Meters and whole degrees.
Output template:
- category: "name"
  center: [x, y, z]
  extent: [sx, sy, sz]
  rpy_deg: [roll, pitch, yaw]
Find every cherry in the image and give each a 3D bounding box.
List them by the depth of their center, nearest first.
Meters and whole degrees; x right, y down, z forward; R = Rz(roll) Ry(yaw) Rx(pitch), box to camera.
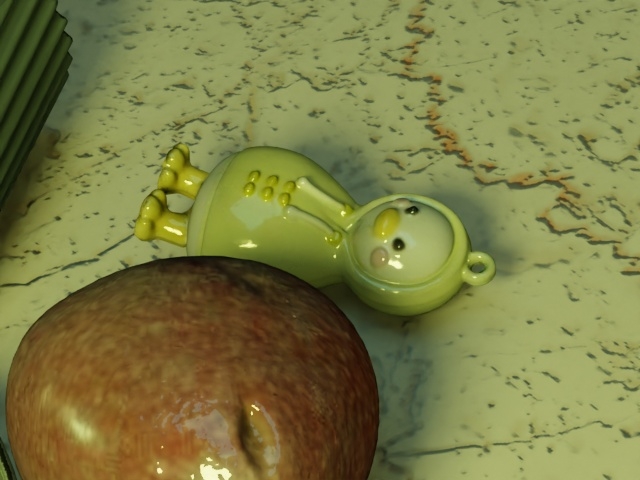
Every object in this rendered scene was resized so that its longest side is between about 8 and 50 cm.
- category: "cherry"
  center: [-0.082, 0.129, 1.267]
  extent: [0.261, 0.221, 0.307]
  rpy_deg: [-8, 21, -19]

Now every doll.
- category: "doll"
  center: [-0.001, -0.008, 1.481]
  extent: [0.296, 0.117, 0.141]
  rpy_deg: [7, 50, 20]

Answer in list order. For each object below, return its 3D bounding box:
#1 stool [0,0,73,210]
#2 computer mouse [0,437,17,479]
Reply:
- category: "stool"
  center: [-0.398, -0.084, 1.543]
  extent: [0.297, 0.297, 0.330]
  rpy_deg: [2, 49, 16]
- category: "computer mouse"
  center: [-0.266, 0.271, 1.264]
  extent: [0.200, 0.115, 0.389]
  rpy_deg: [-25, 54, 11]
